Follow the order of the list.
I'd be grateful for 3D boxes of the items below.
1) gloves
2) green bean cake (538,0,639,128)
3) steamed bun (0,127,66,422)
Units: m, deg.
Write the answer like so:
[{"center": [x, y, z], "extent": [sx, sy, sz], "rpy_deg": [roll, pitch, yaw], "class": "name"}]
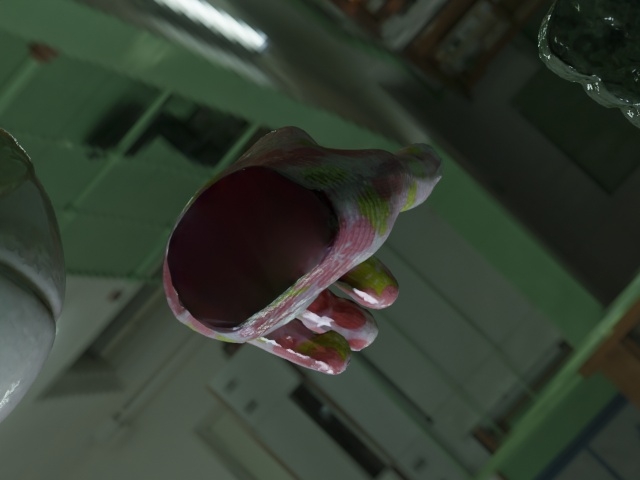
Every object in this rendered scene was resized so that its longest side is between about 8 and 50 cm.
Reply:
[{"center": [-0.011, -0.004, 0.923], "extent": [0.126, 0.145, 0.241], "rpy_deg": [21, -174, 4], "class": "gloves"}, {"center": [0.246, -0.147, 0.982], "extent": [0.185, 0.183, 0.094], "rpy_deg": [31, -178, -3], "class": "green bean cake"}, {"center": [-0.320, 0.044, 1.205], "extent": [0.309, 0.309, 0.309], "rpy_deg": [41, -171, -8], "class": "steamed bun"}]
